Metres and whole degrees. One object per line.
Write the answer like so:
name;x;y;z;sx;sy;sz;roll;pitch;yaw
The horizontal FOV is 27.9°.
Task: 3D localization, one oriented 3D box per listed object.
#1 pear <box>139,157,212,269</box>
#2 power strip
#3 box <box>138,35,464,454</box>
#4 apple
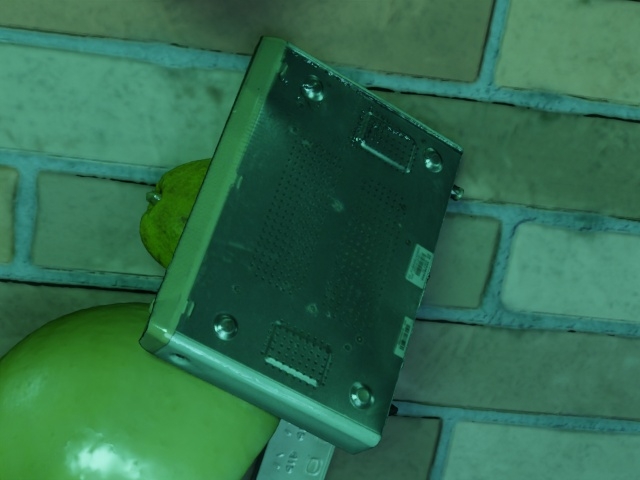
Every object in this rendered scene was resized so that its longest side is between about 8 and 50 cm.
pear;-0.076;-0.012;1.007;0.131;0.107;0.107;23;110;-24
power strip;-0.019;0.177;1.143;0.060;0.027;0.252;12;112;-13
box;0.000;0.000;0.957;0.211;0.270;0.045;30;149;-17
apple;-0.175;0.183;0.994;0.233;0.257;0.295;20;122;-6
